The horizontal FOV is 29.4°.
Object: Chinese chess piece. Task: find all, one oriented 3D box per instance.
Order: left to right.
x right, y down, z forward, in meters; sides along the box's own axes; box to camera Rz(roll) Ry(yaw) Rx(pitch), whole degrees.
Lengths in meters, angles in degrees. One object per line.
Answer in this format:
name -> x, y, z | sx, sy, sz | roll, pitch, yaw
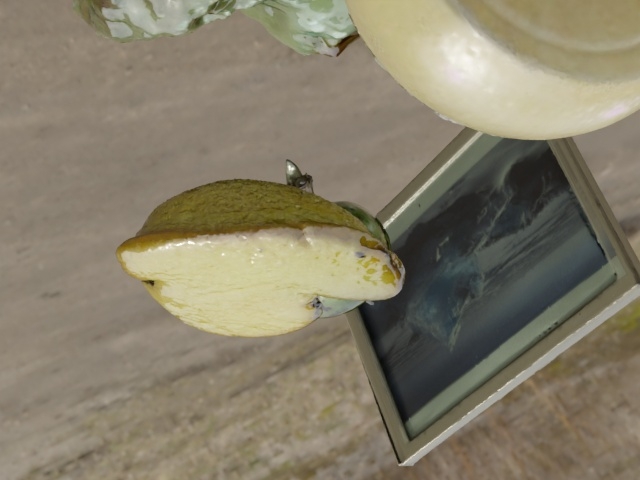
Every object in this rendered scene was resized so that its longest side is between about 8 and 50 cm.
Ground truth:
Chinese chess piece -> 0.131, -0.187, 0.749 | 0.251, 0.250, 0.097 | -21, 176, -23

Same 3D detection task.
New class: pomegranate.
pomegranate -> 0.000, 0.000, 1.149 | 0.122, 0.161, 0.122 | -27, -167, 7

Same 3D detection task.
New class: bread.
bread -> -0.034, 0.014, 0.824 | 0.188, 0.065, 0.149 | -3, 146, 11

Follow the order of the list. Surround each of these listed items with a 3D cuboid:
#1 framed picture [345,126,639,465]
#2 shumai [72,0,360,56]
framed picture -> 0.185, 0.043, 1.558 | 0.028, 0.326, 0.446 | 6, 141, -40
shumai -> -0.043, -0.336, 1.163 | 0.323, 0.324, 0.397 | 19, 124, -22
